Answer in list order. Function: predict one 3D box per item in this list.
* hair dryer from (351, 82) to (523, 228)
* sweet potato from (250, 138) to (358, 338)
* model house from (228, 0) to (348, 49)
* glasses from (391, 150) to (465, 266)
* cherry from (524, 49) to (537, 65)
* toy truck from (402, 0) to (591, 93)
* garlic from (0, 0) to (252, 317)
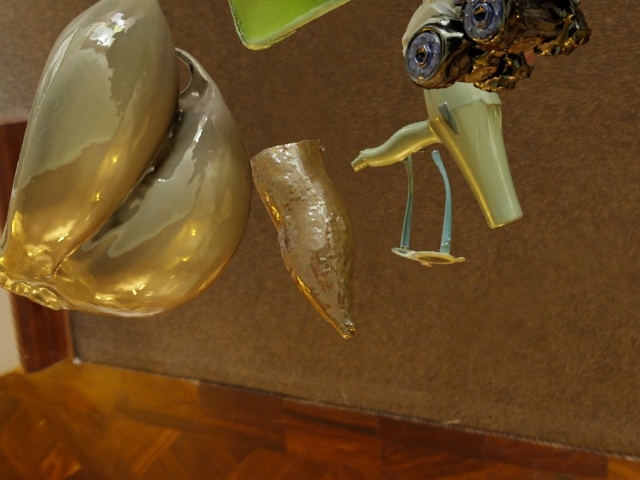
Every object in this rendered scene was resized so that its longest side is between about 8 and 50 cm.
[{"bbox_3d":[0.214,-0.124,1.379,0.296,0.119,0.298,55,130,20],"label":"hair dryer"},{"bbox_3d":[-0.002,0.001,1.300,0.131,0.131,0.337,-36,65,32],"label":"sweet potato"},{"bbox_3d":[-0.035,-0.351,0.552,0.242,0.358,0.313,-27,129,10],"label":"model house"},{"bbox_3d":[0.185,-0.055,1.603,0.189,0.088,0.221,-172,69,-71],"label":"glasses"},{"bbox_3d":[0.280,-0.391,1.536,0.239,0.239,0.206,36,80,17],"label":"cherry"},{"bbox_3d":[0.190,-0.278,0.964,0.213,0.161,0.177,-29,73,48],"label":"toy truck"},{"bbox_3d":[-0.172,-0.093,0.819,0.246,0.231,0.340,152,136,-67],"label":"garlic"}]
